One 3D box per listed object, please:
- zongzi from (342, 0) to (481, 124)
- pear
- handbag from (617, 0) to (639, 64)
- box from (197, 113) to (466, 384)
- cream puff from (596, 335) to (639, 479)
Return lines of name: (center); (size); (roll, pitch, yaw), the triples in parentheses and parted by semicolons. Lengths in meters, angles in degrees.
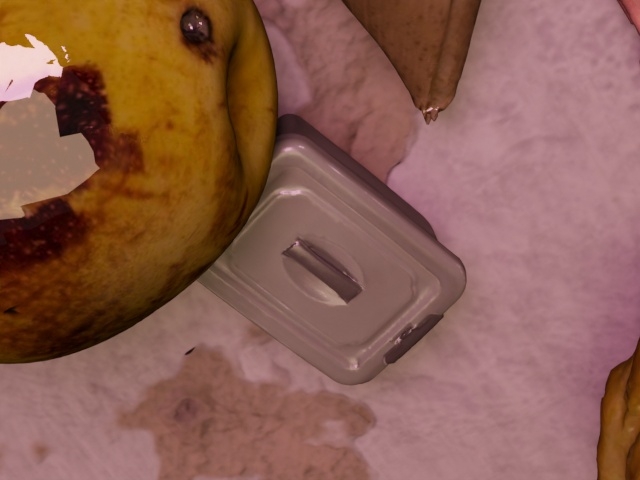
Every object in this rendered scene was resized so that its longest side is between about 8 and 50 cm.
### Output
zongzi: (-0.118, -0.246, 0.617); (0.499, 0.218, 0.467); (-6, 117, -18)
pear: (-0.162, -0.065, 0.728); (0.283, 0.284, 0.284); (-1, 118, -2)
handbag: (0.254, -0.178, 0.803); (0.157, 0.059, 0.213); (-27, 114, 11)
box: (0.000, 0.000, 0.869); (0.172, 0.093, 0.124); (39, 110, -20)
cream puff: (0.341, 0.127, 0.892); (0.274, 0.269, 0.323); (20, 120, 26)
